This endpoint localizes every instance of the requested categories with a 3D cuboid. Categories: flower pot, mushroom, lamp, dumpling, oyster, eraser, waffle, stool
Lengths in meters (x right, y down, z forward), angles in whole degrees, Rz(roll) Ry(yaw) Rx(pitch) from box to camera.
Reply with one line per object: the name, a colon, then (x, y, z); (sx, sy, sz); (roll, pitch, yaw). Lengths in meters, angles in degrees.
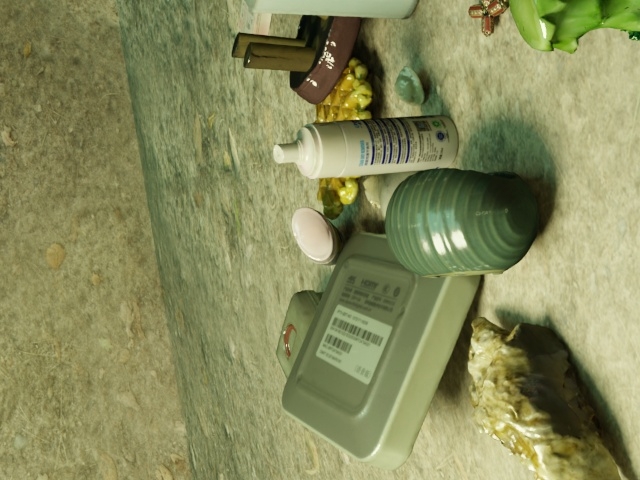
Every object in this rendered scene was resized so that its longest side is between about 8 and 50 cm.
flower pot: (0.202, -0.025, 1.307); (0.243, 0.189, 0.157); (-10, 80, 54)
mushroom: (0.130, -0.085, 1.561); (0.225, 0.093, 0.116); (45, 125, 58)
lamp: (0.253, -0.349, 1.320); (0.063, 0.031, 0.083); (64, 145, 32)
dumpling: (0.156, -0.258, 1.532); (0.059, 0.043, 0.077); (38, 129, 28)
oyster: (0.295, 0.215, 1.254); (0.341, 0.166, 0.110); (-99, 11, -47)
eraser: (0.007, -0.460, 1.507); (0.104, 0.290, 0.189); (124, 136, -55)
waffle: (0.035, -0.200, 1.718); (0.281, 0.058, 0.301); (146, 127, -71)
stool: (-0.044, -0.405, 1.680); (0.272, 0.178, 0.272); (-166, 90, -71)

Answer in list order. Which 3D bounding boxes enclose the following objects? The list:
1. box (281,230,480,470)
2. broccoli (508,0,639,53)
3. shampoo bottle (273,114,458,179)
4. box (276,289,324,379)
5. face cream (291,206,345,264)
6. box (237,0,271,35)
box: (0.086, 0.169, 1.547); (0.367, 0.090, 0.373); (12, 78, 62)
broccoli: (0.345, -0.245, 0.864); (0.297, 0.297, 0.298); (-18, -90, -87)
shampoo bottle: (0.070, -0.148, 1.430); (0.092, 0.303, 0.092); (30, 124, 59)
box: (-0.003, 0.207, 1.870); (0.148, 0.129, 0.210); (60, 147, 40)
face cream: (0.000, 0.000, 1.729); (0.107, 0.073, 0.269); (63, -176, 8)
box: (-0.157, -0.511, 2.119); (0.089, 0.043, 0.125); (58, 145, 42)
